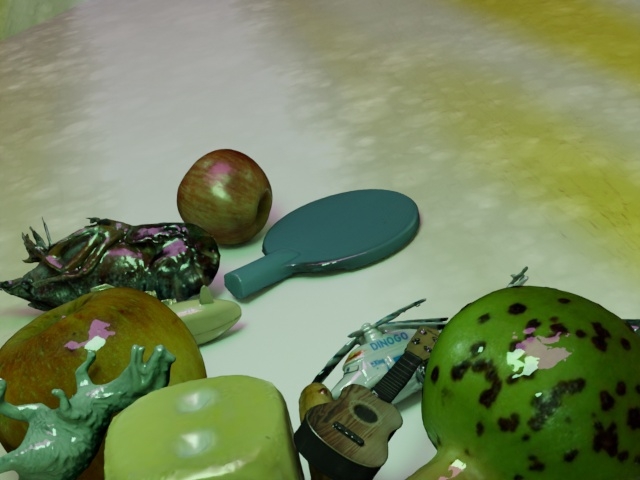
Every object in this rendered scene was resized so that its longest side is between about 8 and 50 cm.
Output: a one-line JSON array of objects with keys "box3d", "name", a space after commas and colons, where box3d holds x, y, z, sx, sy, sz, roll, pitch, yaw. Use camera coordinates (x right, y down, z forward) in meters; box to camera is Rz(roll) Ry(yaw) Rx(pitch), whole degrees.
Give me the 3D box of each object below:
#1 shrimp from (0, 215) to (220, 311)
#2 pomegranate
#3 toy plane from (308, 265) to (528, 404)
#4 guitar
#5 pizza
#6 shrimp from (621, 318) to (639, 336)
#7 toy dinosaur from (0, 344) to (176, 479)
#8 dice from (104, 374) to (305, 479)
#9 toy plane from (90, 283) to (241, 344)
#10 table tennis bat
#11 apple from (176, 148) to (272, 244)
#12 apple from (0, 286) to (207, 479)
[{"box3d": [-0.313, 0.040, 1.660, 0.372, 0.137, 0.172, 2, -14, 16], "name": "shrimp"}, {"box3d": [0.191, 0.185, 1.075, 0.231, 0.231, 0.286, 6, 60, 32], "name": "pomegranate"}, {"box3d": [0.124, 0.127, 1.352, 0.273, 0.107, 0.182, -10, -25, -40], "name": "toy plane"}, {"box3d": [0.061, 0.150, 1.153, 0.084, 0.038, 0.271, 36, 30, 10], "name": "guitar"}, {"box3d": [0.014, 0.211, 1.170, 0.058, 0.127, 0.246, -10, 10, -1], "name": "pizza"}, {"box3d": [0.309, 0.136, 1.273, 0.217, 0.051, 0.150, -14, 28, 13], "name": "shrimp"}, {"box3d": [-0.309, 0.217, 1.148, 0.383, 0.129, 0.076, -44, 1, -4], "name": "toy dinosaur"}, {"box3d": [-0.099, 0.238, 1.100, 0.169, 0.166, 0.169, -13, 26, 0], "name": "dice"}, {"box3d": [-0.219, 0.116, 1.493, 0.244, 0.092, 0.229, -19, 42, -8], "name": "toy plane"}, {"box3d": [0.000, 0.000, 1.685, 0.329, 0.044, 0.215, -29, 32, -36], "name": "table tennis bat"}, {"box3d": [-0.139, -0.063, 1.756, 0.131, 0.146, 0.146, 27, 41, 19], "name": "apple"}, {"box3d": [-0.237, 0.169, 1.294, 0.237, 0.207, 0.237, -24, 11, 5], "name": "apple"}]
